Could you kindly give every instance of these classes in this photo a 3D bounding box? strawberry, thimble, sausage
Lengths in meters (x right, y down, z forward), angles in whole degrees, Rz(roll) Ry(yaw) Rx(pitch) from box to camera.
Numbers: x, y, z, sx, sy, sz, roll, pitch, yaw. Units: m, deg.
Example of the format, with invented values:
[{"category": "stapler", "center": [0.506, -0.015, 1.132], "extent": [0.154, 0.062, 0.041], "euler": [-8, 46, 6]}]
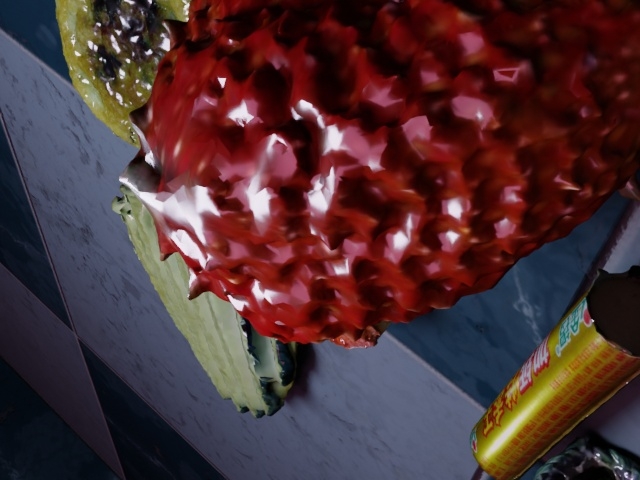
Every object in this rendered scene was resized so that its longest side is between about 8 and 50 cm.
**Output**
[{"category": "strawberry", "center": [0.057, -0.062, 0.545], "extent": [0.344, 0.292, 0.292], "euler": [6, 131, 33]}, {"category": "thimble", "center": [0.246, 0.258, 0.760], "extent": [0.119, 0.135, 0.090], "euler": [18, 137, 33]}, {"category": "sausage", "center": [0.201, 0.143, 0.755], "extent": [0.082, 0.082, 0.371], "euler": [41, 151, 16]}]

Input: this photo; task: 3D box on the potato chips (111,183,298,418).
[{"category": "potato chips", "center": [-0.157, 0.097, 1.215], "extent": [0.359, 0.070, 0.429], "euler": [28, 144, 40]}]

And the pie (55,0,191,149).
[{"category": "pie", "center": [-0.167, -0.179, 0.888], "extent": [0.323, 0.070, 0.323], "euler": [34, 146, 26]}]

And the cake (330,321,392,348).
[{"category": "cake", "center": [-0.009, 0.004, 0.865], "extent": [0.220, 0.086, 0.117], "euler": [55, 149, -13]}]
